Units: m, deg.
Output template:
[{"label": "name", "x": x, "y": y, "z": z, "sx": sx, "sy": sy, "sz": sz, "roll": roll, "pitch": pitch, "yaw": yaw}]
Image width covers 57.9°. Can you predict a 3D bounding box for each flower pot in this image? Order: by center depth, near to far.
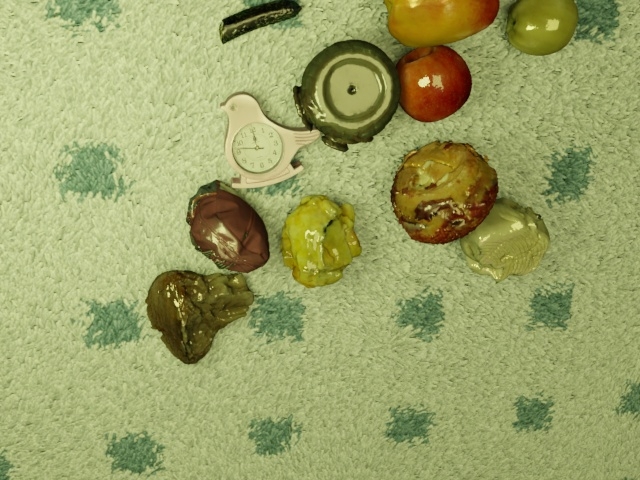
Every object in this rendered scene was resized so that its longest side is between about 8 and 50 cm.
[{"label": "flower pot", "x": 0.071, "y": -0.406, "z": 1.631, "sx": 0.301, "sy": 0.213, "sz": 0.302, "roll": -1, "pitch": 104, "yaw": -4}]

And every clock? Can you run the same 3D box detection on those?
[{"label": "clock", "x": -0.147, "y": -0.309, "z": 1.708, "sx": 0.290, "sy": 0.080, "sz": 0.275, "roll": -13, "pitch": 111, "yaw": -7}]

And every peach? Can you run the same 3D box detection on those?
[{"label": "peach", "x": 0.318, "y": -0.670, "z": 1.561, "sx": 0.307, "sy": 0.289, "sz": 0.289, "roll": -13, "pitch": 111, "yaw": 4}]

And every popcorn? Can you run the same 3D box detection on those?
[{"label": "popcorn", "x": 0.000, "y": 0.000, "z": 1.776, "sx": 0.252, "sy": 0.215, "sz": 0.286, "roll": -2, "pitch": 106, "yaw": -3}]

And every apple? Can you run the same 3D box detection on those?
[{"label": "apple", "x": 0.321, "y": -0.452, "z": 1.671, "sx": 0.218, "sy": 0.218, "sz": 0.201, "roll": -29, "pitch": 119, "yaw": 0}, {"label": "apple", "x": 0.646, "y": -0.635, "z": 1.689, "sx": 0.200, "sy": 0.200, "sz": 0.200, "roll": -3, "pitch": 110, "yaw": -9}]

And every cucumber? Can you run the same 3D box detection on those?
[{"label": "cucumber", "x": -0.171, "y": -0.620, "z": 1.606, "sx": 0.245, "sy": 0.067, "sz": 0.067, "roll": -23, "pitch": 112, "yaw": -4}]

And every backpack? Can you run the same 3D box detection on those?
[{"label": "backpack", "x": -0.261, "y": -0.012, "z": 1.664, "sx": 0.283, "sy": 0.317, "sz": 0.197, "roll": 41, "pitch": 99, "yaw": -21}]

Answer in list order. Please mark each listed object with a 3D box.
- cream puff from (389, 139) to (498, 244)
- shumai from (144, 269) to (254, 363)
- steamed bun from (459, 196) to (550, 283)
[{"label": "cream puff", "x": 0.372, "y": -0.130, "z": 1.742, "sx": 0.350, "sy": 0.350, "sz": 0.229, "roll": -36, "pitch": 130, "yaw": 3}, {"label": "shumai", "x": -0.381, "y": 0.202, "z": 1.828, "sx": 0.283, "sy": 0.217, "sz": 0.346, "roll": -35, "pitch": 131, "yaw": -31}, {"label": "steamed bun", "x": 0.583, "y": -0.021, "z": 1.880, "sx": 0.275, "sy": 0.206, "sz": 0.320, "roll": -29, "pitch": 139, "yaw": 11}]
